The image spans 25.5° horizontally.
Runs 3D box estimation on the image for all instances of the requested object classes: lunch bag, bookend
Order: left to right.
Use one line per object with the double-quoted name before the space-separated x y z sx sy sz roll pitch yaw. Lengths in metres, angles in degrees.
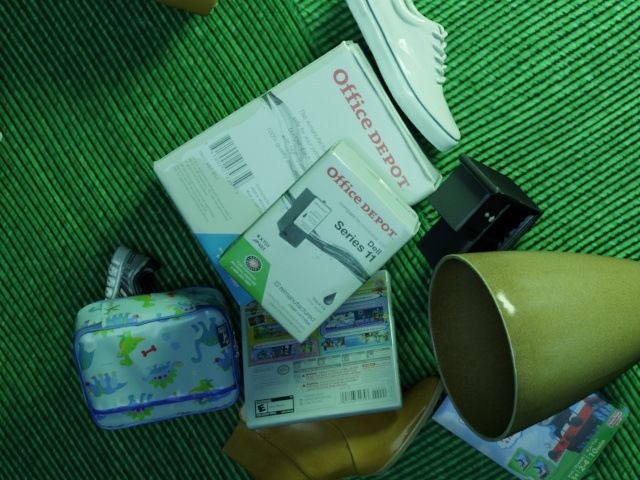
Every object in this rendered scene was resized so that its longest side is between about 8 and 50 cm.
"lunch bag" -0.220 0.163 1.929 0.219 0.090 0.176 -8 117 -5
"bookend" 0.185 -0.017 1.818 0.156 0.157 0.072 -47 61 13

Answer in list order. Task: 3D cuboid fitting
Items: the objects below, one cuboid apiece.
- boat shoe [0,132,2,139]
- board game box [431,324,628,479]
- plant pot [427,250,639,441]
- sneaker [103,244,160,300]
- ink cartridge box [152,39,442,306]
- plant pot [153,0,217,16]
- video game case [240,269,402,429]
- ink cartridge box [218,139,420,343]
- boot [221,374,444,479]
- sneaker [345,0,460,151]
"boat shoe" -0.507 -0.146 1.959 0.113 0.105 0.306 0 93 15
"board game box" 0.281 0.234 1.910 0.211 0.039 0.160 34 104 4
"plant pot" 0.300 0.108 1.785 0.254 0.237 0.237 -12 98 -18
"sneaker" -0.260 0.094 1.973 0.074 0.063 0.170 10 98 12
"ink cartridge box" -0.026 -0.091 1.864 0.307 0.129 0.223 -31 94 13
"plant pot" -0.199 -0.388 1.825 0.188 0.205 0.205 28 104 -11
"video game case" -0.002 0.147 1.909 0.212 0.023 0.193 -10 67 12
"ink cartridge box" 0.000 0.000 1.766 0.153 0.087 0.208 44 104 -3
"boot" 0.010 0.241 1.928 0.211 0.104 0.295 39 108 2
"sneaker" 0.124 -0.240 1.831 0.091 0.094 0.258 -29 92 18
